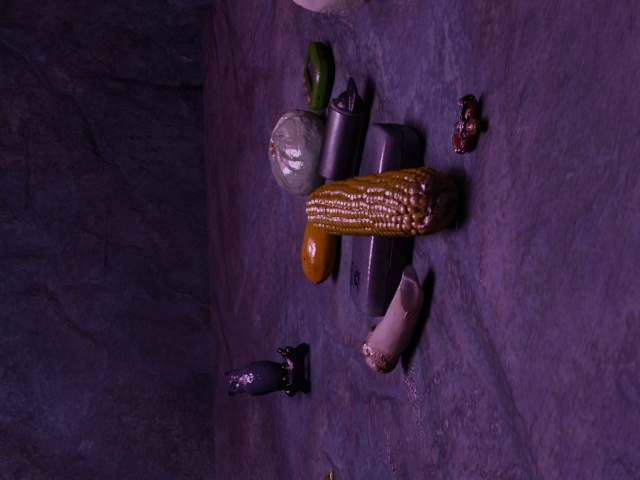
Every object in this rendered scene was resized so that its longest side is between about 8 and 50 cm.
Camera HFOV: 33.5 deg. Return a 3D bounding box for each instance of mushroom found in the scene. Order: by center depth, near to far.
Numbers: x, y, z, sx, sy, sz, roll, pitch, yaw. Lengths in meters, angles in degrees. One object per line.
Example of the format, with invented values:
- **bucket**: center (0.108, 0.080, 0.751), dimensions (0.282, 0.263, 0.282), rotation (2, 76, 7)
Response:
- **mushroom**: center (0.124, 0.126, 1.719), dimensions (0.084, 0.071, 0.209), rotation (-66, -3, -47)

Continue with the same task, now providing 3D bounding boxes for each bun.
- **bun**: center (-0.055, -0.196, 2.394), dimensions (0.195, 0.118, 0.195), rotation (180, 90, -73)

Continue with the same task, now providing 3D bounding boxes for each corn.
- **corn**: center (0.091, -0.054, 1.651), dimensions (0.305, 0.106, 0.106), rotation (-3, 85, 53)

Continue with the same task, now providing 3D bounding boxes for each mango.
- **mango**: center (0.000, 0.000, 2.228), dimensions (0.098, 0.075, 0.190), rotation (156, 122, -68)

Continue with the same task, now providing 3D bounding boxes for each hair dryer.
- **hair dryer**: center (0.039, -0.258, 2.138), dimensions (0.248, 0.078, 0.195), rotation (-101, 20, -60)

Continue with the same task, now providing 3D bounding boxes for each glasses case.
- **glasses case**: center (0.106, -0.035, 1.796), dimensions (0.131, 0.074, 0.323), rotation (-129, 43, -71)

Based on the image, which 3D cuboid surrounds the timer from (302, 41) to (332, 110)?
- **timer**: center (-0.006, -0.365, 2.366), dimensions (0.140, 0.047, 0.128), rotation (-102, 18, -45)

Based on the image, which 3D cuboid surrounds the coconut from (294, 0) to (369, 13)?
- **coconut**: center (0.023, -0.532, 1.915), dimensions (0.230, 0.227, 0.227), rotation (113, 157, -72)

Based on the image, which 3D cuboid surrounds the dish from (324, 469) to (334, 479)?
- **dish**: center (0.049, 0.516, 1.927), dimensions (0.149, 0.080, 0.207), rotation (-140, 52, -77)

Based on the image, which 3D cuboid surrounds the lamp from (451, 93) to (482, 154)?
- **lamp**: center (0.206, -0.159, 1.511), dimensions (0.083, 0.031, 0.063), rotation (106, 162, -56)

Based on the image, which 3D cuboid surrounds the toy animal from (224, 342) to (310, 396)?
- **toy animal**: center (-0.118, 0.308, 2.465), dimensions (0.210, 0.117, 0.121), rotation (-11, 79, 31)
